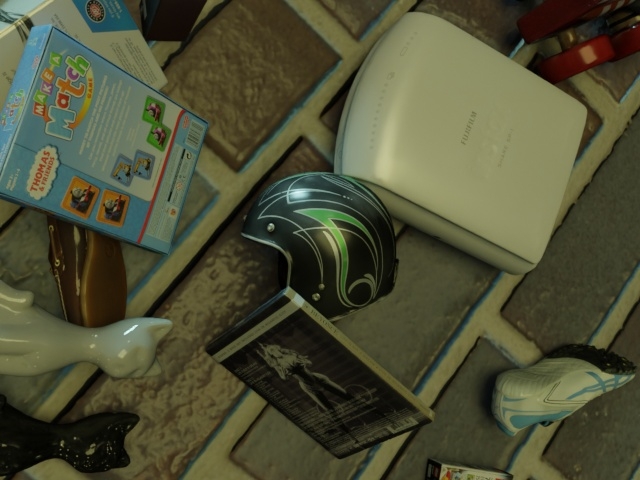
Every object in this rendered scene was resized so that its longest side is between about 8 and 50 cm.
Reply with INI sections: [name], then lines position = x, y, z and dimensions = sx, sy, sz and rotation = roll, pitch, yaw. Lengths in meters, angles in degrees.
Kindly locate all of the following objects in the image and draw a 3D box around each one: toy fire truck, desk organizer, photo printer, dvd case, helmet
[toy fire truck]
position = 0.419, -0.343, 0.893
dimensions = 0.302, 0.254, 0.170
rotation = -23, 94, -20
[desk organizer]
position = -0.165, -0.263, 0.744
dimensions = 0.050, 0.130, 0.047
rotation = -6, 88, -22
[photo printer]
position = 0.175, -0.129, 0.868
dimensions = 0.307, 0.107, 0.256
rotation = 26, 78, -16
[dvd case]
position = -0.005, 0.159, 0.763
dimensions = 0.221, 0.164, 0.018
rotation = 41, 41, -13
[helmet]
position = 0.000, 0.000, 0.770
dimensions = 0.169, 0.169, 0.162
rotation = -20, 98, -20

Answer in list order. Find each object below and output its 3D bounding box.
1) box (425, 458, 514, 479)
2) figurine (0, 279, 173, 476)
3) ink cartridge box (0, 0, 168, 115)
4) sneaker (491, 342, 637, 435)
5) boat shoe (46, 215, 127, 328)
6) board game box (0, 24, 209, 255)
[box]
position = 0.178, 0.397, 0.868
dimensions = 0.114, 0.036, 0.207
rotation = 14, 82, -19
[figurine]
position = -0.268, 0.146, 0.668
dimensions = 0.209, 0.092, 0.215
rotation = 13, 115, -26
[ink cartridge box]
position = -0.282, -0.168, 0.683
dimensions = 0.203, 0.086, 0.148
rotation = -43, 140, -17
[sneaker]
position = 0.333, 0.203, 0.923
dimensions = 0.237, 0.085, 0.086
rotation = -9, 116, -23
[boat shoe]
position = -0.258, 0.015, 0.729
dimensions = 0.073, 0.073, 0.207
rotation = -4, 84, 18
[board game box]
position = -0.215, -0.089, 0.674
dimensions = 0.211, 0.039, 0.160
rotation = 28, 75, -54
